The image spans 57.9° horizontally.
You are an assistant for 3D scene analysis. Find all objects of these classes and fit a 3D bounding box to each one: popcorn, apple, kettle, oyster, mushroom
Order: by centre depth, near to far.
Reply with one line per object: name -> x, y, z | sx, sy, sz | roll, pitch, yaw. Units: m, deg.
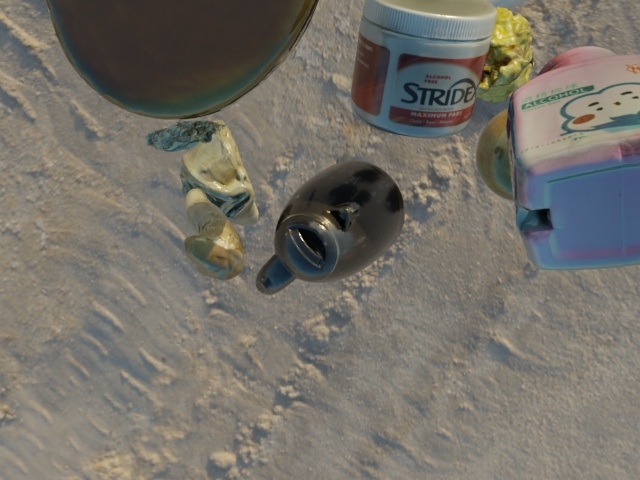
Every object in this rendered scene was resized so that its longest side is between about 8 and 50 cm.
mushroom -> -0.125, -0.015, 0.637 | 0.054, 0.202, 0.059 | -27, 118, -6
oyster -> -0.202, -0.167, 0.880 | 0.098, 0.100, 0.037 | 11, 124, 42
kettle -> 0.000, 0.000, 1.084 | 0.207, 0.290, 0.268 | 48, 121, 1
popcorn -> 0.333, -0.350, 1.092 | 0.173, 0.195, 0.169 | 28, 110, 20
apple -> 0.522, -0.225, 1.464 | 0.256, 0.234, 0.257 | 5, 120, 9

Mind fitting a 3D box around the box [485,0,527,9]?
box -> 0.410, -0.734, 1.578 | 0.348, 0.141, 0.289 | -25, 77, 0

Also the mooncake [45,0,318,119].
mooncake -> -0.099, -0.220, 0.443 | 0.234, 0.117, 0.235 | 1, 109, 3

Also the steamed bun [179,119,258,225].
steamed bun -> -0.232, -0.126, 1.267 | 0.144, 0.211, 0.218 | -21, 160, -11

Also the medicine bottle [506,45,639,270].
medicine bottle -> 0.196, -0.070, 0.412 | 0.119, 0.188, 0.095 | -8, 122, 21

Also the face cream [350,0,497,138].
face cream -> 0.155, -0.282, 0.910 | 0.200, 0.201, 0.187 | 6, 125, -2
